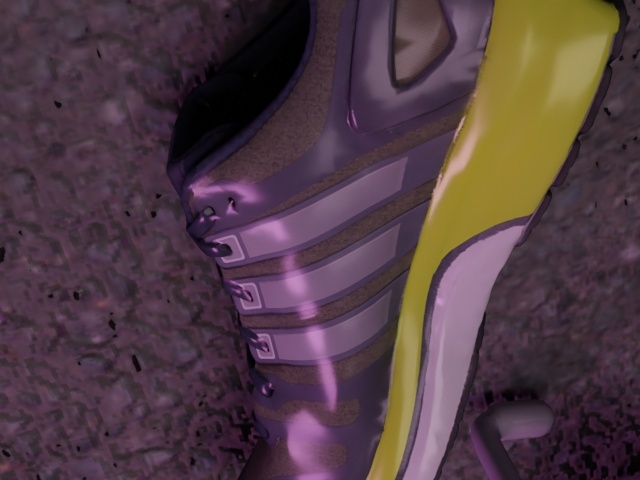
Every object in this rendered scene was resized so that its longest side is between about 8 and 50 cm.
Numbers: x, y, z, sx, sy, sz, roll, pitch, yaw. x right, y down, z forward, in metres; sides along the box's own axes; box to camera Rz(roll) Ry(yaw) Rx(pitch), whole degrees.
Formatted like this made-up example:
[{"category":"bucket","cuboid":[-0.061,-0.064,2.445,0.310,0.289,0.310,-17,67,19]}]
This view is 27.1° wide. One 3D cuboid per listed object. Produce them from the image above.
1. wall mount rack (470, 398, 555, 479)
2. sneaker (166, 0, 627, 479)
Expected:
[{"category":"wall mount rack","cuboid":[0.196,0.188,0.653,0.304,0.130,0.350,3,123,-18]},{"category":"sneaker","cuboid":[0.000,0.000,0.477,0.121,0.111,0.300,14,117,-8]}]
